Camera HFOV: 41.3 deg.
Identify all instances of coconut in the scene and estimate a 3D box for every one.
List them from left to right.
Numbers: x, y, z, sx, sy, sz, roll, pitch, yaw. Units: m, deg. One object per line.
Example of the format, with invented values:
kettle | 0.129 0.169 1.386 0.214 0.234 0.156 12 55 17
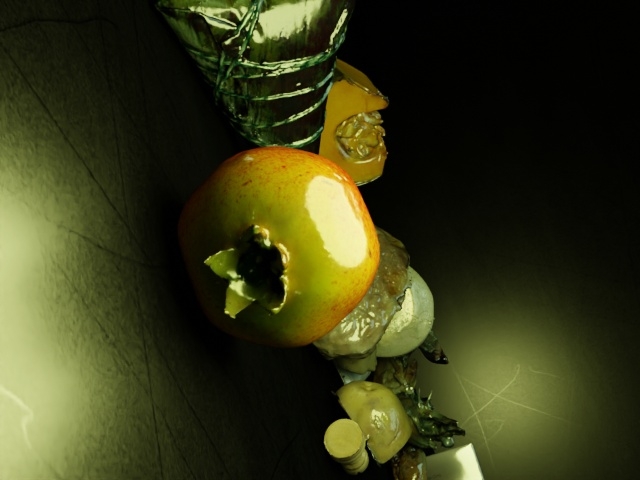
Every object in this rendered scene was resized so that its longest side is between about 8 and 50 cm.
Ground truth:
coconut | 0.139 0.151 1.857 0.230 0.227 0.227 56 17 -79

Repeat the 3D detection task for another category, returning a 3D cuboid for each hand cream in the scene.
hand cream | 0.064 0.269 1.742 0.087 0.054 0.186 64 13 7

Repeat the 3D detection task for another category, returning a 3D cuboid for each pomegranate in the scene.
pomegranate | -0.046 0.012 0.905 0.256 0.221 0.220 -60 132 -71

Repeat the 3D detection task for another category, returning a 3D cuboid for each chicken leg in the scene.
chicken leg | 0.212 0.584 1.957 0.107 0.087 0.251 76 7 -45

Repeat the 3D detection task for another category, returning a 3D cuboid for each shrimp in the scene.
shrimp | 0.223 0.324 1.884 0.445 0.085 0.272 -154 -99 -72

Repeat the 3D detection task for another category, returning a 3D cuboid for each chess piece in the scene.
chess piece | 0.046 0.342 1.376 0.122 0.066 0.066 73 3 -56

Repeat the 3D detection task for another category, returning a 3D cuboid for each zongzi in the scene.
zongzi | -0.069 -0.241 1.326 0.383 0.319 0.362 127 -57 -76

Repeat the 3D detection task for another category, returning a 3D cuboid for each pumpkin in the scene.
pumpkin | 0.029 -0.290 2.050 0.225 0.257 0.303 -105 -163 -59

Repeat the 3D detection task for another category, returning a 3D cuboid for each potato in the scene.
potato | 0.092 0.307 1.529 0.138 0.098 0.243 57 -7 -1

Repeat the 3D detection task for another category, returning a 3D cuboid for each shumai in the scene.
shumai | 0.033 0.124 1.604 0.283 0.217 0.346 109 -11 -45

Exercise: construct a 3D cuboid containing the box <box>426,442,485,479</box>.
box | 0.324 0.658 2.117 0.106 0.203 0.251 54 19 -65
